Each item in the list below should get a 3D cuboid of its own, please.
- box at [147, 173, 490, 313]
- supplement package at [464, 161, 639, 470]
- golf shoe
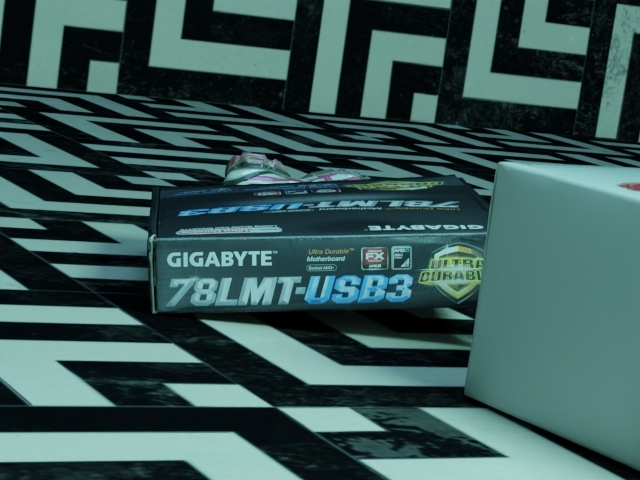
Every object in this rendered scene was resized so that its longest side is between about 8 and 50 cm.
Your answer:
[{"bbox_3d":[0.000,0.000,1.569,0.296,0.073,0.293,-2,9,-3],"label":"box"},{"bbox_3d":[0.261,0.057,1.211,0.178,0.175,0.293,0,11,-36],"label":"supplement package"},{"bbox_3d":[-0.016,-0.037,1.973,0.186,0.067,0.086,9,37,-3],"label":"golf shoe"}]
